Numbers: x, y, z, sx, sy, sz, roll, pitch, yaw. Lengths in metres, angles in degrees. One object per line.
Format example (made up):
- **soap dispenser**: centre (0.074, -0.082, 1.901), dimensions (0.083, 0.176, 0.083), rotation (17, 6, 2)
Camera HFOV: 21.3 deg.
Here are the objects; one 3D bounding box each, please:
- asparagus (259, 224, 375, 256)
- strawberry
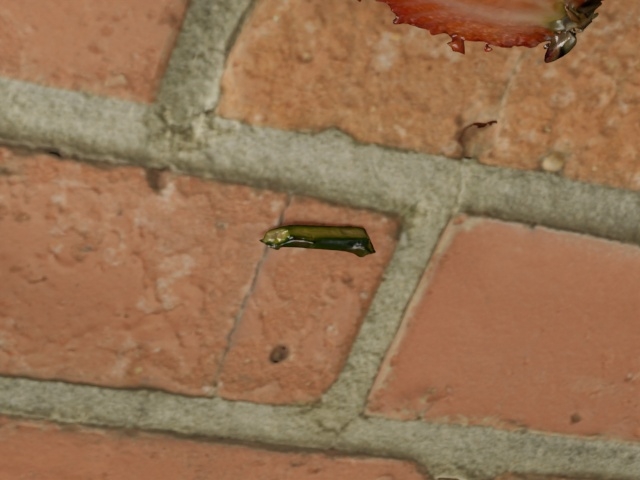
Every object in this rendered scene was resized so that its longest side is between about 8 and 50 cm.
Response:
- **asparagus**: centre (0.000, 0.000, 1.493), dimensions (0.108, 0.025, 0.021), rotation (3, 132, -20)
- **strawberry**: centre (0.115, -0.238, 1.328), dimensions (0.236, 0.106, 0.175), rotation (27, 148, -30)
